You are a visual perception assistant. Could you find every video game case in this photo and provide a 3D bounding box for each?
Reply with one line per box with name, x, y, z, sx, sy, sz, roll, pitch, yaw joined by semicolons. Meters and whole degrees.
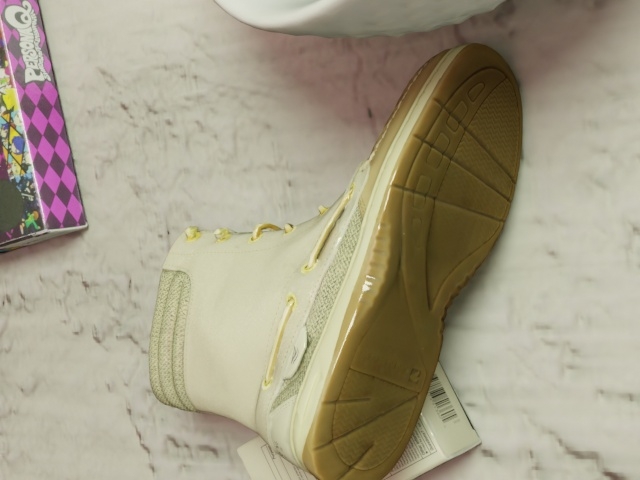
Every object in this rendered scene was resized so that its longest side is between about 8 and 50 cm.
video game case;-0.261;-0.095;0.760;0.210;0.042;0.232;-16;86;33

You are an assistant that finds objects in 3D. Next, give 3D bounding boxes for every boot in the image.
boot;0.000;0.000;0.572;0.165;0.077;0.213;11;76;52

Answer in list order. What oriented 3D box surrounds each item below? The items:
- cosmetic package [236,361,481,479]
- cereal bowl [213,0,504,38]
cosmetic package;0.018;0.105;0.595;0.115;0.041;0.060;-34;76;31
cereal bowl;0.053;-0.244;0.449;0.339;0.141;0.339;2;92;61
